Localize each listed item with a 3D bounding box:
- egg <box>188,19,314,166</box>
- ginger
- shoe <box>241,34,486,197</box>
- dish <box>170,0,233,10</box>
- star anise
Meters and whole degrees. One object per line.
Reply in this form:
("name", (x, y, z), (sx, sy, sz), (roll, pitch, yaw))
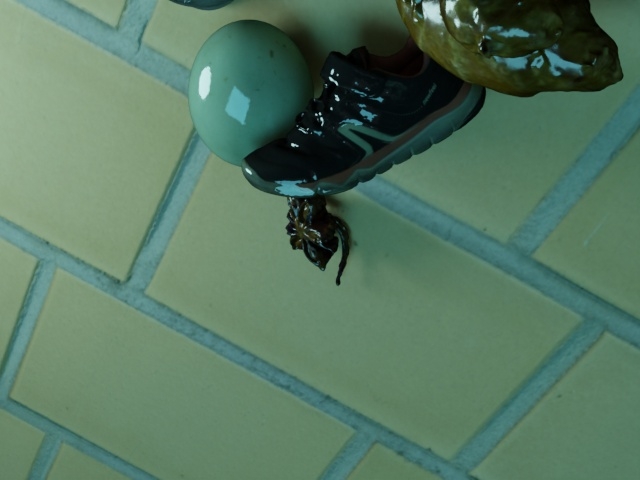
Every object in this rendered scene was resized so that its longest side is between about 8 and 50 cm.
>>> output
("egg", (-0.082, -0.173, 1.820), (0.149, 0.149, 0.192), (13, 134, 17))
("ginger", (0.146, -0.269, 1.517), (0.357, 0.152, 0.274), (43, 176, -13))
("shoe", (0.039, -0.148, 1.729), (0.291, 0.114, 0.137), (-27, 116, -3))
("dish", (-0.161, -0.334, 1.741), (0.229, 0.081, 0.229), (16, 140, 14))
("star anise", (0.000, 0.000, 2.040), (0.097, 0.070, 0.190), (38, 151, 32))
